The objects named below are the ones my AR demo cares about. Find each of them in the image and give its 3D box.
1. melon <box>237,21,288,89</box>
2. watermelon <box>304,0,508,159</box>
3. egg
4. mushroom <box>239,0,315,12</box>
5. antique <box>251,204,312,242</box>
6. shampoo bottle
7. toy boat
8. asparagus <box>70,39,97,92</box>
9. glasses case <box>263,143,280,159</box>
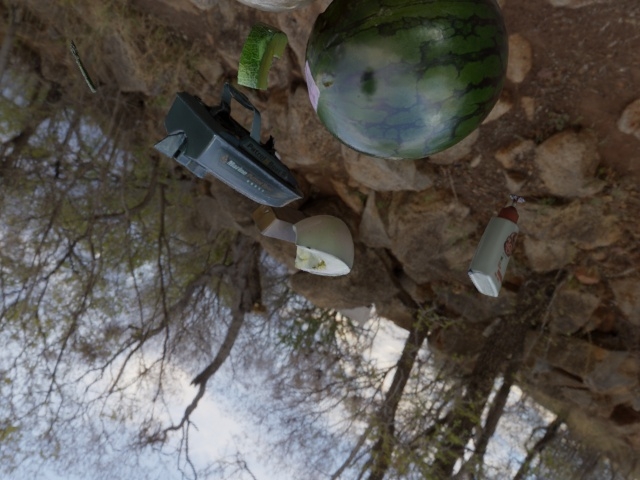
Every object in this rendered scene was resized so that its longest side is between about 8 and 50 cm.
[{"bbox_3d":[-0.143,-0.458,1.207,0.064,0.210,0.118,16,165,8],"label":"melon"},{"bbox_3d":[0.154,-0.311,0.880,0.363,0.363,0.363,23,-170,-4],"label":"watermelon"},{"bbox_3d":[0.018,0.006,1.596,0.206,0.162,0.271,12,161,10],"label":"egg"},{"bbox_3d":[-0.087,-0.610,0.870,0.362,0.363,0.294,16,162,-37],"label":"mushroom"},{"bbox_3d":[-0.099,-0.053,1.716,0.310,0.087,0.093,16,-142,-54],"label":"antique"},{"bbox_3d":[0.483,-0.006,1.299,0.071,0.284,0.153,17,164,39],"label":"shampoo bottle"},{"bbox_3d":[-0.084,-0.101,0.602,0.093,0.103,0.246,47,-172,29],"label":"toy boat"},{"bbox_3d":[-0.535,-0.390,1.098,0.015,0.114,0.014,-20,-155,1],"label":"asparagus"},{"bbox_3d":[-0.168,-0.229,1.315,0.063,0.041,0.164,42,161,-34],"label":"glasses case"}]
